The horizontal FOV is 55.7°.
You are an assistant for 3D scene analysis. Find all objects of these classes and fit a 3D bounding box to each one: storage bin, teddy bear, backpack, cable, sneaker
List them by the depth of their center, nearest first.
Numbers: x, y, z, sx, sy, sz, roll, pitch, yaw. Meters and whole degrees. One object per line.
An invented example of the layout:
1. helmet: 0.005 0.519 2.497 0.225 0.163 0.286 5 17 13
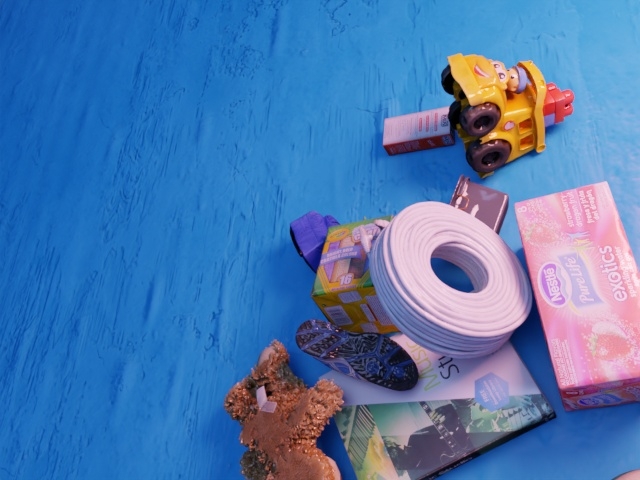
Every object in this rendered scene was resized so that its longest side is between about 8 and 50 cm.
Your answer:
1. cable: 0.203 0.055 0.941 0.257 0.089 0.257 5 51 -19
2. sneaker: 0.064 0.189 1.008 0.211 0.081 0.080 22 73 17
3. teddy bear: -0.057 0.325 1.030 0.338 0.113 0.245 27 84 51
4. storage bin: 0.277 -0.042 1.082 0.091 0.098 0.135 16 72 22
5. backpack: 0.000 0.000 1.198 0.101 0.098 0.120 -31 41 -2

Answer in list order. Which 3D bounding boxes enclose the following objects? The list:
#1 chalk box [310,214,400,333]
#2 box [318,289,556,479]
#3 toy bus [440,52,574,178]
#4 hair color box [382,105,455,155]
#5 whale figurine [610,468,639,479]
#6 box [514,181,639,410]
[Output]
1. chalk box: 0.086 0.048 1.082 0.132 0.132 0.213 -10 42 27
2. box: 0.176 0.254 0.990 0.322 0.058 0.232 -32 54 10
3. toy bus: 0.340 -0.244 1.082 0.212 0.220 0.149 -18 52 11
4. hair color box: 0.202 -0.224 1.244 0.141 0.043 0.071 -6 62 26
5. whale figurine: 0.465 0.390 0.743 0.272 0.141 0.216 15 71 7
6. box: 0.397 0.085 0.905 0.142 0.154 0.299 -14 60 18
